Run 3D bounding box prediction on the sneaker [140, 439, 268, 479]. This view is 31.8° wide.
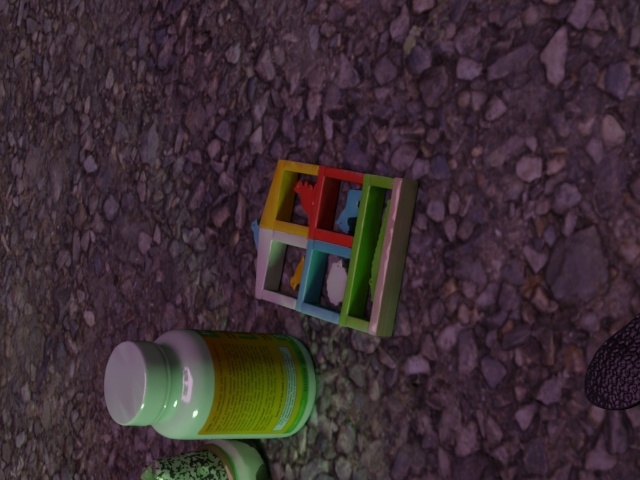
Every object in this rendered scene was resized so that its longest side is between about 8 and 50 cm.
[{"bbox_3d":[-0.181,0.459,1.466,0.158,0.182,0.410,-12,75,49],"label":"sneaker"}]

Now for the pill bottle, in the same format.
[{"bbox_3d":[-0.139,0.180,1.408,0.136,0.246,0.136,-10,77,49],"label":"pill bottle"}]

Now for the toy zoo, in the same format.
[{"bbox_3d":[0.000,0.000,1.437,0.293,0.030,0.192,14,95,50],"label":"toy zoo"}]

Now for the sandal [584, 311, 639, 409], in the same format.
[{"bbox_3d":[0.316,0.089,1.040,0.179,0.040,0.067,-54,51,11],"label":"sandal"}]
